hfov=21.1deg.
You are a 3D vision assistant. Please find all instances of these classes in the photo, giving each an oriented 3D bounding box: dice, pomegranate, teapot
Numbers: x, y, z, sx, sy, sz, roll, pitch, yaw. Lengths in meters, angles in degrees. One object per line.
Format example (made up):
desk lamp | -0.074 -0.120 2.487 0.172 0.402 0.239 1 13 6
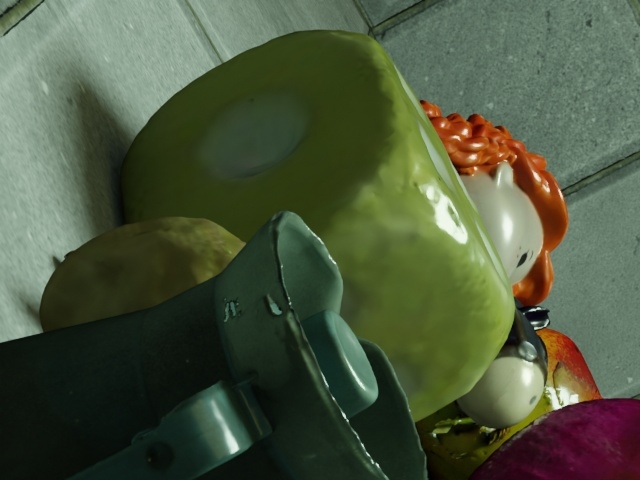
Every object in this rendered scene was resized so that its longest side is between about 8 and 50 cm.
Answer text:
dice | 0.000 0.000 1.302 0.233 0.227 0.238 55 12 -40
pomegranate | 0.191 0.181 1.787 0.235 0.210 0.210 31 33 -59
teapot | -0.084 0.096 0.700 0.171 0.225 0.203 62 11 2

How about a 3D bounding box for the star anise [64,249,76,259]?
star anise | -0.081 0.081 1.082 0.196 0.111 0.212 51 21 -18

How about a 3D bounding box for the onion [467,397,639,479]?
onion | 0.246 0.313 1.594 0.347 0.348 0.385 61 -27 -7

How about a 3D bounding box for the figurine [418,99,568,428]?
figurine | 0.105 0.015 1.641 0.306 0.241 0.411 23 26 -12

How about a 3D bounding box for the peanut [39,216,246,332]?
peanut | -0.022 0.167 0.890 0.387 0.192 0.169 62 -2 -4
